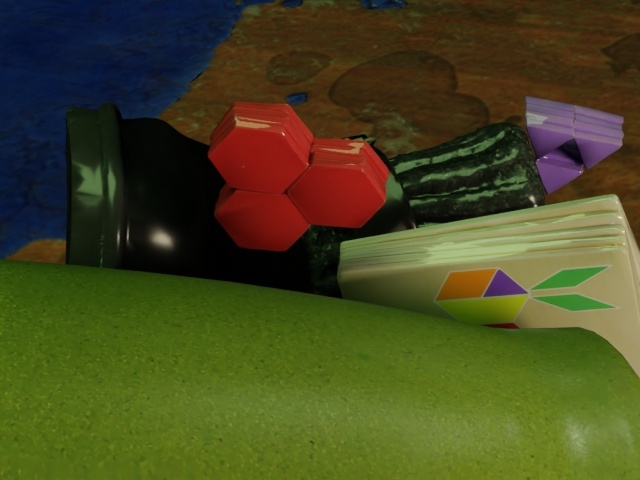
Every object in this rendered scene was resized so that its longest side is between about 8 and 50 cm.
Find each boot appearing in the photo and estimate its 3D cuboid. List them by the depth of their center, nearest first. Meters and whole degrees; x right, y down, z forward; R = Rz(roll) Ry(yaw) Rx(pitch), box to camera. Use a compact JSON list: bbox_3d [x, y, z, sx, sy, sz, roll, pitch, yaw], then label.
[{"bbox_3d":[0.000,-0.004,1.011,0.260,0.131,0.348,-2,-3,3],"label":"boot"}]

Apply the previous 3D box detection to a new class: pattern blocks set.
[{"bbox_3d":[0.092,0.051,0.891,0.285,0.325,0.026,1,48,8],"label":"pattern blocks set"}]

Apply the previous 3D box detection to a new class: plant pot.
[{"bbox_3d":[-0.039,0.166,0.781,0.353,0.366,0.366,-5,34,-10],"label":"plant pot"}]
